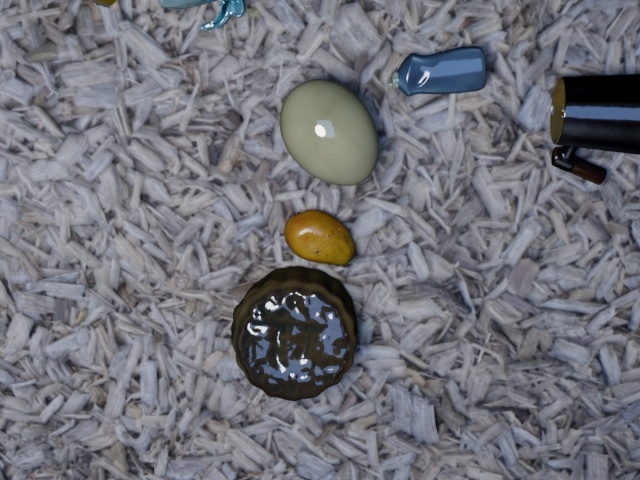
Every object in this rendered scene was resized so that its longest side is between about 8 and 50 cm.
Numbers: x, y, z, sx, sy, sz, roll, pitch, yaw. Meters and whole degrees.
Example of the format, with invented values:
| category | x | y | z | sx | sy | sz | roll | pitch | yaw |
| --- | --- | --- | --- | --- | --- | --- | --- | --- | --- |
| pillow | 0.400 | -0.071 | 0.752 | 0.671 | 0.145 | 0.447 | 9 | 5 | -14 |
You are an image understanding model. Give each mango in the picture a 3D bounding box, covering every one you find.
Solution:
| category | x | y | z | sx | sy | sz | roll | pitch | yaw |
| --- | --- | --- | --- | --- | --- | --- | --- | --- | --- |
| mango | 0.000 | -0.007 | 1.773 | 0.164 | 0.089 | 0.115 | 12 | 103 | -5 |

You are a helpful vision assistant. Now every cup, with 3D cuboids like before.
| category | x | y | z | sx | sy | sz | roll | pitch | yaw |
| --- | --- | --- | --- | --- | --- | --- | --- | --- | --- |
| cup | 0.580 | -0.229 | 1.687 | 0.176 | 0.166 | 0.240 | 3 | 101 | 3 |

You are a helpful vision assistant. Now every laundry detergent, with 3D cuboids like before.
| category | x | y | z | sx | sy | sz | roll | pitch | yaw |
| --- | --- | --- | --- | --- | --- | --- | --- | --- | --- |
| laundry detergent | 0.244 | -0.354 | 1.714 | 0.206 | 0.061 | 0.097 | -7 | 110 | 3 |

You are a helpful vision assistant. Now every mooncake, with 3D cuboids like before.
| category | x | y | z | sx | sy | sz | roll | pitch | yaw |
| --- | --- | --- | --- | --- | --- | --- | --- | --- | --- |
| mooncake | -0.059 | 0.207 | 1.783 | 0.290 | 0.161 | 0.291 | 0 | 100 | 1 |

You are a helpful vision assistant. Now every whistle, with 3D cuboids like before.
| category | x | y | z | sx | sy | sz | roll | pitch | yaw |
| --- | --- | --- | --- | --- | --- | --- | --- | --- | --- |
| whistle | -0.208 | -0.539 | 1.664 | 0.273 | 0.093 | 0.186 | -14 | 102 | 6 |

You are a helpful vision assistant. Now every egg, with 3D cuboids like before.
| category | x | y | z | sx | sy | sz | roll | pitch | yaw |
| --- | --- | --- | --- | --- | --- | --- | --- | --- | --- |
| egg | 0.021 | -0.222 | 1.679 | 0.186 | 0.186 | 0.242 | -40 | 110 | 8 |

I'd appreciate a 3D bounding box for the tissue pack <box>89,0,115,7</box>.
| category | x | y | z | sx | sy | sz | roll | pitch | yaw |
| --- | --- | --- | --- | --- | --- | --- | --- | --- | --- |
| tissue pack | -0.482 | -0.568 | 1.566 | 0.133 | 0.271 | 0.192 | 12 | 102 | 2 |
